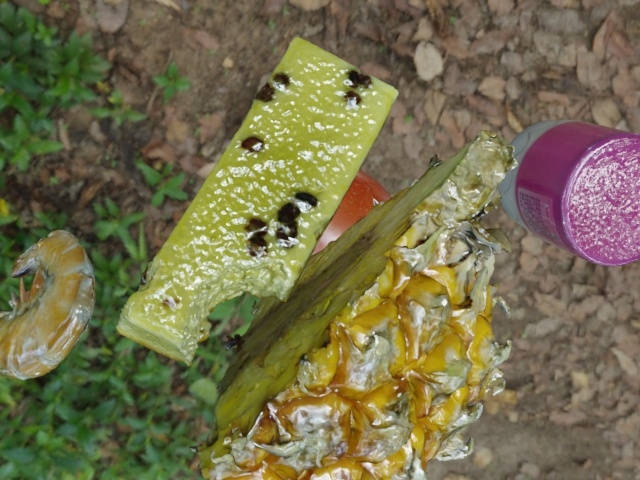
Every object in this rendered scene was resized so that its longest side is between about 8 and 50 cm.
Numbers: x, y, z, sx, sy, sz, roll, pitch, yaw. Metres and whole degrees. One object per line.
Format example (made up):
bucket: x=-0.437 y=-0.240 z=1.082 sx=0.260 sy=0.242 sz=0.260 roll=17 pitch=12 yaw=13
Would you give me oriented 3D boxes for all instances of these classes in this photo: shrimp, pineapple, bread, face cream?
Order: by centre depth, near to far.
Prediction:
bread: x=-0.036 y=-0.022 z=0.580 sx=0.088 sy=0.226 sz=0.049 roll=29 pitch=160 yaw=-2
pineapple: x=0.087 y=0.081 z=0.695 sx=0.286 sy=0.344 sz=0.209 roll=-41 pitch=100 yaw=14
shrimp: x=-0.246 y=0.058 z=0.781 sx=0.187 sy=0.133 sz=0.051 roll=-7 pitch=144 yaw=42
face cream: x=0.353 y=-0.071 z=1.222 sx=0.175 sy=0.195 sz=0.175 roll=-4 pitch=104 yaw=-16

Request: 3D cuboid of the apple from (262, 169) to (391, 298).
apple: x=0.000 y=0.000 z=1.431 sx=0.216 sy=0.260 sz=0.260 roll=45 pitch=134 yaw=-4
